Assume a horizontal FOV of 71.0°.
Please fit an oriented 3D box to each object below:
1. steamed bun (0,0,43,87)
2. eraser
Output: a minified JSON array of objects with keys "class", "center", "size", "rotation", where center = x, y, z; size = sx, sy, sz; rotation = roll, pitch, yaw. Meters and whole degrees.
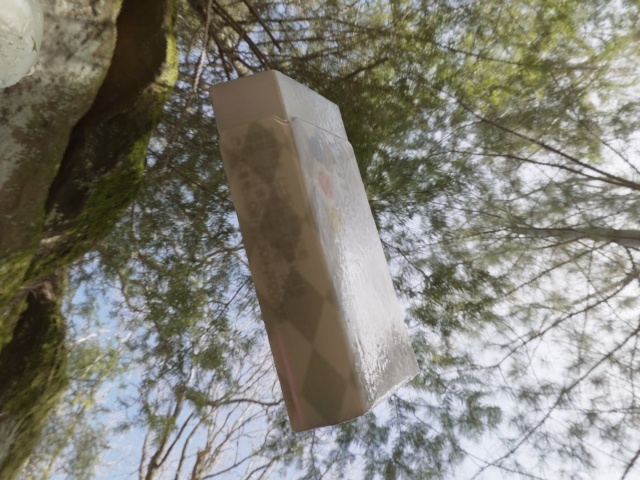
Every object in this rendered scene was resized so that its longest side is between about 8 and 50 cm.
[{"class":"steamed bun","center":[-0.267,-0.184,0.331],"size":[0.091,0.130,0.112],"rotation":[-39,-95,-11]},{"class":"eraser","center":[0.001,0.000,0.559],"size":[0.082,0.213,0.397],"rotation":[-20,-100,28]}]
